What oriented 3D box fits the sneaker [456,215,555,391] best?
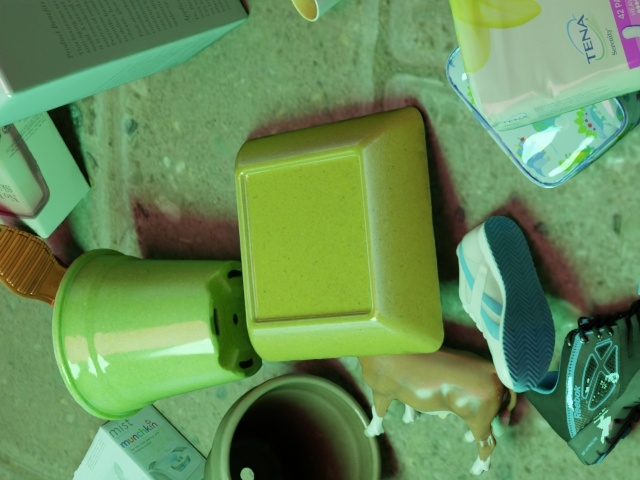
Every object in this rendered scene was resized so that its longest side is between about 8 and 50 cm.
[{"bbox_3d":[0.237,0.089,1.660,0.092,0.087,0.228,-38,55,54],"label":"sneaker"}]

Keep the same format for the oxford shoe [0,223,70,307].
[{"bbox_3d":[-0.488,0.047,2.141,0.098,0.097,0.271,27,167,42],"label":"oxford shoe"}]

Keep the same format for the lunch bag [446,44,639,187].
[{"bbox_3d":[0.267,-0.185,1.540,0.219,0.090,0.176,51,130,8],"label":"lunch bag"}]

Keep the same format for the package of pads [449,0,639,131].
[{"bbox_3d":[0.252,-0.288,1.413,0.229,0.101,0.296,-17,82,18],"label":"package of pads"}]

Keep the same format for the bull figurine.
[{"bbox_3d":[0.138,0.201,1.805,0.310,0.101,0.188,19,127,37],"label":"bull figurine"}]

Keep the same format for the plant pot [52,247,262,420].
[{"bbox_3d":[-0.226,0.134,1.971,0.254,0.276,0.276,-7,105,28],"label":"plant pot"}]

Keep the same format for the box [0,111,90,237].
[{"bbox_3d":[-0.506,-0.136,2.076,0.148,0.127,0.232,13,143,33],"label":"box"}]

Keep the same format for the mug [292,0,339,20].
[{"bbox_3d":[-0.003,-0.334,1.699,0.078,0.064,0.062,11,131,60],"label":"mug"}]

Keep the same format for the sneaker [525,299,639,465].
[{"bbox_3d":[0.371,0.136,1.580,0.139,0.125,0.341,42,128,18],"label":"sneaker"}]

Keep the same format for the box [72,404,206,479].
[{"bbox_3d":[-0.315,0.457,2.247,0.231,0.127,0.262,42,129,16],"label":"box"}]

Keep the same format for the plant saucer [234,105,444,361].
[{"bbox_3d":[0.000,0.000,1.769,0.333,0.081,0.333,-8,86,39],"label":"plant saucer"}]

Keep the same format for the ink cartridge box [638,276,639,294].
[{"bbox_3d":[0.478,-0.071,1.357,0.197,0.198,0.270,16,119,32],"label":"ink cartridge box"}]

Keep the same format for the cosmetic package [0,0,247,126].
[{"bbox_3d":[-0.332,-0.315,1.702,0.161,0.453,0.230,-27,91,41],"label":"cosmetic package"}]

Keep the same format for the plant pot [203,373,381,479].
[{"bbox_3d":[-0.071,0.353,1.957,0.263,0.263,0.229,59,149,1],"label":"plant pot"}]
